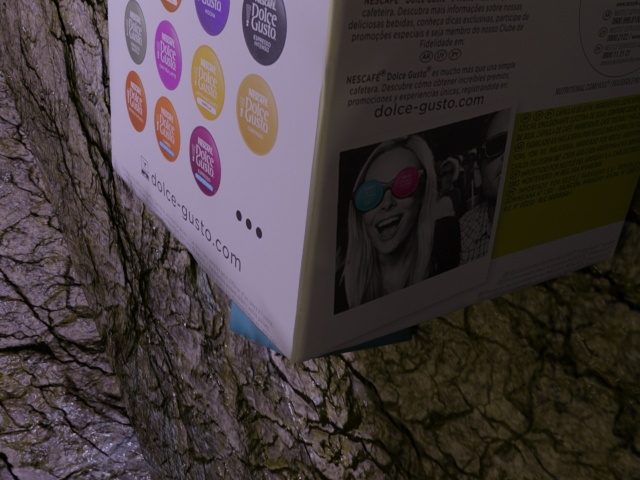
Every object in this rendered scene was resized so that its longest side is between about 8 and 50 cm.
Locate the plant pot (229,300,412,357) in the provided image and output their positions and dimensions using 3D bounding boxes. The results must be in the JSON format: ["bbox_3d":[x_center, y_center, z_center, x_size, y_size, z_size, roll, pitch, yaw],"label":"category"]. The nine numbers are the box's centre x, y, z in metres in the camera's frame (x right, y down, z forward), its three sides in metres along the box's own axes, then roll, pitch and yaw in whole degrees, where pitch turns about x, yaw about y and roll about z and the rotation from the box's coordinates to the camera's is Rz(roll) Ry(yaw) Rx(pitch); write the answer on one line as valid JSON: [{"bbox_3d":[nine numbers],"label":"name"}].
[{"bbox_3d":[0.000,0.000,0.965,0.165,0.166,0.234,13,105,55],"label":"plant pot"}]

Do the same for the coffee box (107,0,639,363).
[{"bbox_3d":[0.046,-0.167,0.647,0.338,0.338,0.334,39,132,45],"label":"coffee box"}]
